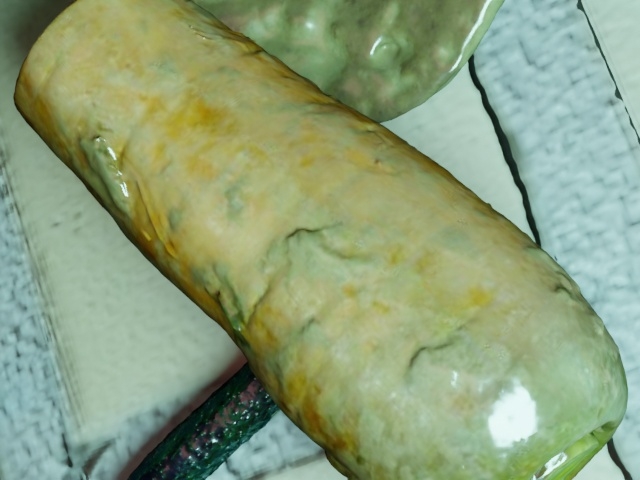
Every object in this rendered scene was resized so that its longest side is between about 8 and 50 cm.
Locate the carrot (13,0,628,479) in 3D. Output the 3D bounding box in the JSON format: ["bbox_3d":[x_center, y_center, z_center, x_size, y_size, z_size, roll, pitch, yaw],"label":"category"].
[{"bbox_3d":[0.000,0.000,0.523,0.139,0.139,0.302,-46,74,10],"label":"carrot"}]

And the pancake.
[{"bbox_3d":[-0.007,-0.165,0.595,0.236,0.042,0.222,11,95,23],"label":"pancake"}]

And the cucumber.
[{"bbox_3d":[-0.057,0.101,0.590,0.133,0.032,0.032,-44,72,12],"label":"cucumber"}]
